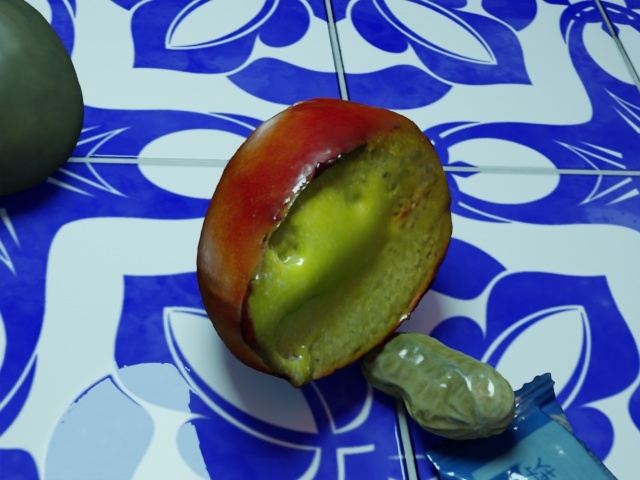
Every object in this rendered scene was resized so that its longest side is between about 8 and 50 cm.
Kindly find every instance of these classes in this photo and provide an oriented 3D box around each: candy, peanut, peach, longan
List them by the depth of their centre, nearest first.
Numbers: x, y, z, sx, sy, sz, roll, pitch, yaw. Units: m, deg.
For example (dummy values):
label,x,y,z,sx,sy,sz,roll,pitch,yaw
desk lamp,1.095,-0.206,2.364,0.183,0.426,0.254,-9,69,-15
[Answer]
label,x,y,z,sx,sy,sz,roll,pitch,yaw
candy,0.272,0.299,0.870,0.187,0.077,0.331,-28,58,-22
peach,0.000,0.000,0.926,0.281,0.281,0.338,14,37,1
peanut,0.122,0.156,0.934,0.194,0.083,0.093,19,85,40
longan,-0.416,-0.177,1.028,0.258,0.258,0.258,5,51,-6
